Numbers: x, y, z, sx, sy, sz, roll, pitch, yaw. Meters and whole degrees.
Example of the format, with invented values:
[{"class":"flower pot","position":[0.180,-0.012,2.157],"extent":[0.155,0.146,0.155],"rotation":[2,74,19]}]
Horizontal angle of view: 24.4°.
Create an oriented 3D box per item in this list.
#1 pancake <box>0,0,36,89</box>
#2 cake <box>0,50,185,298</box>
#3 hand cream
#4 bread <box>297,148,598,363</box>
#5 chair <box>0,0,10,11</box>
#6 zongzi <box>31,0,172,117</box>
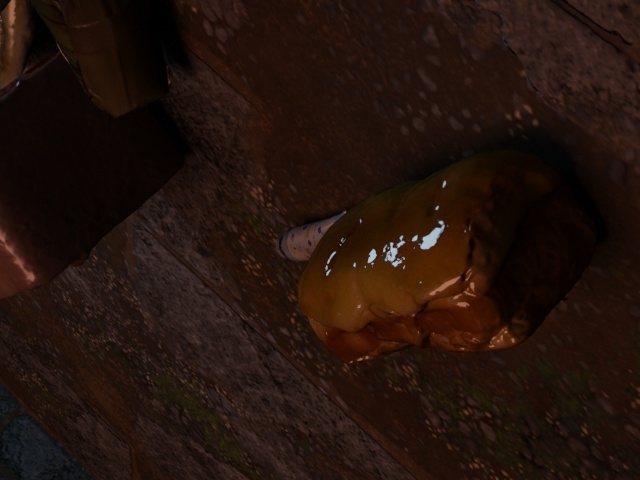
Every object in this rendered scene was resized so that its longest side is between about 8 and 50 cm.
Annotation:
[{"class":"pancake","position":[-0.474,-0.334,2.043],"extent":[0.282,0.049,0.282],"rotation":[36,140,38]},{"class":"cake","position":[-0.361,-0.097,1.923],"extent":[0.230,0.309,0.237],"rotation":[53,153,-17]},{"class":"hand cream","position":[0.000,0.000,1.749],"extent":[0.171,0.043,0.065],"rotation":[-7,116,60]},{"class":"bread","position":[0.104,0.019,1.423],"extent":[0.149,0.195,0.344],"rotation":[50,154,-13]},{"class":"chair","position":[-0.260,-0.371,1.372],"extent":[0.203,0.274,0.190],"rotation":[46,158,-22]},{"class":"zongzi","position":[-0.299,-0.308,1.749],"extent":[0.289,0.123,0.260],"rotation":[45,161,37]}]
